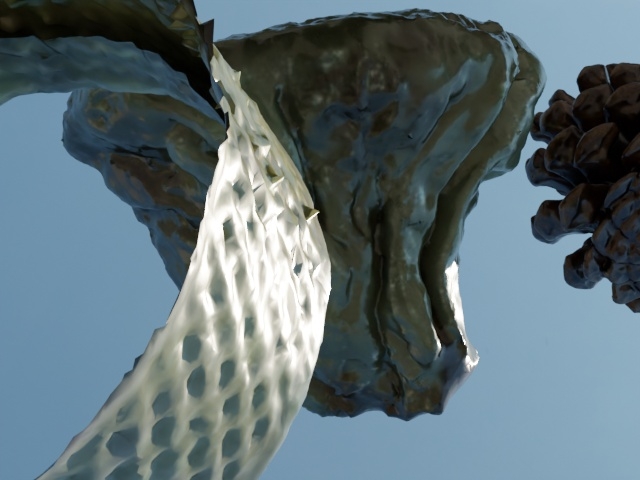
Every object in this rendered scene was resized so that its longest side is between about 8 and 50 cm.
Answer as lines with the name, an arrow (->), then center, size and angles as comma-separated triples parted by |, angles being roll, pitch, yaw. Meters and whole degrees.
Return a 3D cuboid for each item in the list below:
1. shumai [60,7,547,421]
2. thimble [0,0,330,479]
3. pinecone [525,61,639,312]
shumai -> 0.000, 0.000, 0.846 | 0.309, 0.304, 0.263 | -13, -92, 41
thimble -> -0.142, 0.010, 0.493 | 0.271, 0.150, 0.270 | -7, -114, 15
pinecone -> 0.258, -0.054, 1.014 | 0.208, 0.207, 0.207 | -7, -125, 11
